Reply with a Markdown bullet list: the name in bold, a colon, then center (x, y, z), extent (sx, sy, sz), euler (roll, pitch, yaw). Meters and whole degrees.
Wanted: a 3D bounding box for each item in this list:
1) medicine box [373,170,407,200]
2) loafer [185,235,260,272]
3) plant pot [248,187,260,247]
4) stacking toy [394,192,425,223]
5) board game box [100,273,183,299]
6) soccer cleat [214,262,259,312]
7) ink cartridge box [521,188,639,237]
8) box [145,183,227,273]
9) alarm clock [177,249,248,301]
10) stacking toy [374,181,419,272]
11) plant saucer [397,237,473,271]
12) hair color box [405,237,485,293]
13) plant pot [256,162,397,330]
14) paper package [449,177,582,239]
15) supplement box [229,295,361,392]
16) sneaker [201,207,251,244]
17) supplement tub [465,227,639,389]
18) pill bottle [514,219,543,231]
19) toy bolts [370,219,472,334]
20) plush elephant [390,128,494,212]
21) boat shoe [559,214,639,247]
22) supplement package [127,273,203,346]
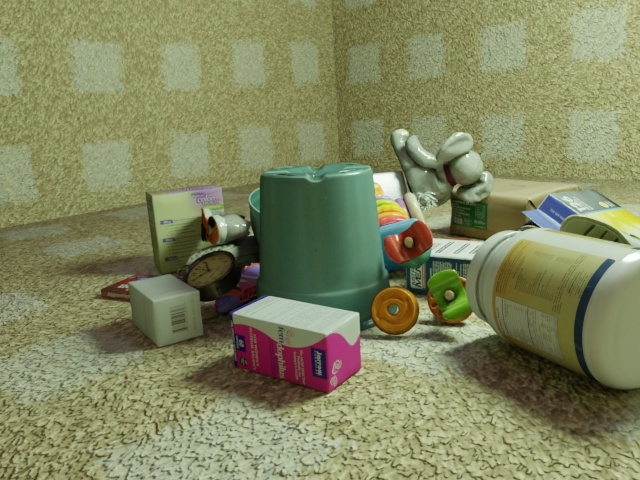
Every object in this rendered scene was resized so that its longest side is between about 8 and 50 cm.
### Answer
- **medicine box**: center (0.117, -0.110, 1.964), extent (0.290, 0.149, 0.263), euler (-7, -13, -16)
- **loafer**: center (-0.254, 0.062, 1.610), extent (0.112, 0.111, 0.319), euler (-4, 8, 27)
- **plant pot**: center (-0.064, -0.023, 1.673), extent (0.293, 0.196, 0.293), euler (5, 26, -2)
- **stacking toy**: center (0.149, -0.030, 1.780), extent (0.331, 0.141, 0.141), euler (-20, 12, 5)
- **board game box**: center (-0.430, 0.130, 1.559), extent (0.282, 0.027, 0.145), euler (3, 16, 24)
- **soccer cleat**: center (-0.178, 0.118, 1.446), extent (0.095, 0.083, 0.248), euler (16, 19, 14)
- **ink cartridge box**: center (0.753, -0.029, 1.555), extent (0.307, 0.072, 0.303), euler (-7, 41, -36)
- **box**: center (-0.412, -0.040, 1.804), extent (0.214, 0.242, 0.117), euler (-10, 15, -24)
- **alarm clock**: center (-0.264, 0.082, 1.355), extent (0.192, 0.064, 0.129), euler (10, 46, 35)
- **stacking toy**: center (0.176, -0.067, 1.644), extent (0.166, 0.175, 0.301), euler (-16, 45, 3)
- **plant saucer**: center (0.334, 0.037, 1.716), extent (0.259, 0.047, 0.259), euler (1, 13, 19)
- **hair color box**: center (0.401, 0.073, 1.415), extent (0.348, 0.105, 0.174), euler (5, 15, 31)
- **plant pot**: center (0.000, 0.000, 1.336), extent (0.342, 0.333, 0.341), euler (-3, 12, 1)
- **paper package**: center (0.653, -0.105, 1.979), extent (0.310, 0.168, 0.325), euler (-13, 17, -36)
- **supplement box**: center (-0.046, 0.181, 1.057), extent (0.220, 0.111, 0.114), euler (5, 16, 34)
- **sneaker**: center (-0.270, -0.039, 1.658), extent (0.121, 0.099, 0.262), euler (-3, 12, -22)
- **supplement tub**: center (0.434, 0.101, 1.020), extent (0.229, 0.228, 0.316), euler (-10, 15, -25)
- **pill bottle**: center (0.577, 0.014, 1.581), extent (0.123, 0.122, 0.219), euler (5, 16, 33)
- **toy bolts**: center (0.203, 0.091, 1.257), extent (0.218, 0.228, 0.158), euler (-23, -17, 8)
- **plush elephant**: center (0.402, -0.233, 1.875), extent (0.256, 0.271, 0.330), euler (-22, 34, 8)
- **boat shoe**: center (0.704, 0.034, 1.366), extent (0.302, 0.113, 0.103), euler (32, 19, 13)
- **supplement package**: center (-0.344, 0.149, 1.283), extent (0.105, 0.105, 0.179), euler (-13, 17, -33)
